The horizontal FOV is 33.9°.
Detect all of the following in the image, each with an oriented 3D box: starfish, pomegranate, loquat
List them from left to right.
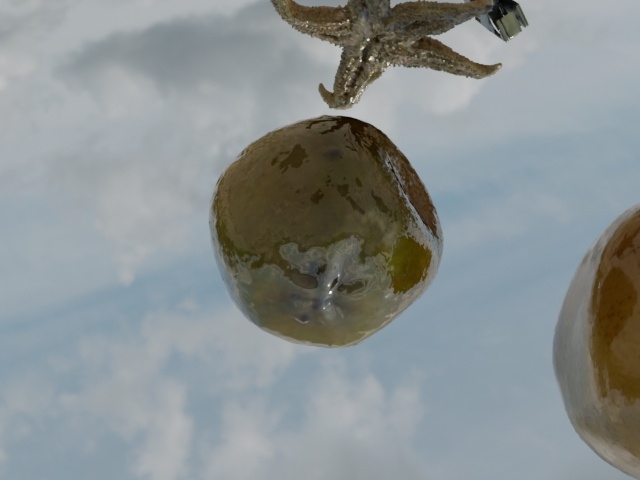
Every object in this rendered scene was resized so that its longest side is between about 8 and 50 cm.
[{"bbox_3d":[0.000,0.000,1.194,0.275,0.276,0.284,-9,-158,9],"label":"loquat"},{"bbox_3d":[0.084,-0.277,1.343,0.302,0.299,0.060,6,-127,9],"label":"starfish"},{"bbox_3d":[0.463,0.134,1.169,0.416,0.417,0.417,-11,-156,5],"label":"pomegranate"}]

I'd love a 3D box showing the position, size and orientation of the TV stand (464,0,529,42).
[{"bbox_3d":[0.242,-0.332,1.501,0.042,0.036,0.249,-31,-158,6],"label":"TV stand"}]
